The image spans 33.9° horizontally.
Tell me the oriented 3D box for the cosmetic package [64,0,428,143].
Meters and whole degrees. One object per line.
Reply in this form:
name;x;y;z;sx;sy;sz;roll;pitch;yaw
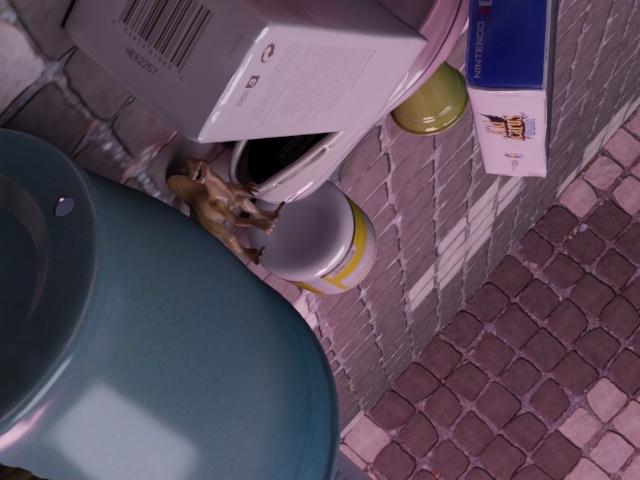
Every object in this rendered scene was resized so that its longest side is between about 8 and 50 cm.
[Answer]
cosmetic package;-0.035;-0.129;0.661;0.085;0.117;0.231;-56;161;21

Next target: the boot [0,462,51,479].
boot;-0.210;0.126;0.426;0.269;0.236;0.089;-23;-140;54

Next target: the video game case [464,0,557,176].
video game case;0.160;-0.210;0.840;0.244;0.061;0.269;39;56;-73

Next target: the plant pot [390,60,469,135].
plant pot;0.098;-0.157;1.029;0.083;0.083;0.079;-48;152;-5

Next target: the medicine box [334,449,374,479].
medicine box;-0.095;0.215;0.952;0.149;0.289;0.263;-47;164;-17

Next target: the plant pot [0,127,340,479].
plant pot;-0.151;0.076;0.597;0.271;0.272;0.255;-47;149;-11

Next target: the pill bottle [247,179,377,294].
pill bottle;0.000;0.000;1.056;0.103;0.103;0.184;-50;164;2

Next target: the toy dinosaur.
toy dinosaur;-0.081;-0.023;0.832;0.183;0.093;0.053;119;-5;-65

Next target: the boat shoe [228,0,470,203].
boat shoe;0.019;-0.139;0.834;0.267;0.096;0.088;-46;169;16
